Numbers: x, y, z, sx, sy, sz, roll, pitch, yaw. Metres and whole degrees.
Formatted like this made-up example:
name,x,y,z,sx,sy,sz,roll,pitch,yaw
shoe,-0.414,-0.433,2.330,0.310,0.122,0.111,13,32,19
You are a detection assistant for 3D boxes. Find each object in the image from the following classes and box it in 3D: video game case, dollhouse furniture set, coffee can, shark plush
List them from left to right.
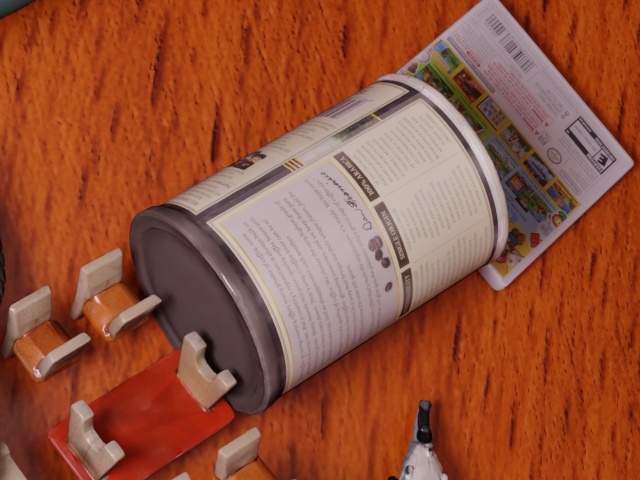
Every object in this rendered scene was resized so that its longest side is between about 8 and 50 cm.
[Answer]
name,x,y,z,sx,sy,sz,roll,pitch,yaw
dollhouse furniture set,-0.193,0.183,1.612,0.259,0.135,0.262,-31,73,-29
coffee can,0.000,0.000,1.688,0.275,0.201,0.201,-31,88,-24
shark plush,0.074,0.223,1.731,0.073,0.067,0.161,9,74,-30
video game case,0.171,-0.099,1.873,0.206,0.026,0.227,-41,93,-24

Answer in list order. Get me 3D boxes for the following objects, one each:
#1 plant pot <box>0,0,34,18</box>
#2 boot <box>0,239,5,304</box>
name,x,y,z,sx,sy,sz,roll,pitch,yaw
plant pot,-0.301,-0.325,1.629,0.235,0.293,0.293,-25,86,-38
boot,-0.383,0.081,1.551,0.223,0.118,0.338,-16,48,16
